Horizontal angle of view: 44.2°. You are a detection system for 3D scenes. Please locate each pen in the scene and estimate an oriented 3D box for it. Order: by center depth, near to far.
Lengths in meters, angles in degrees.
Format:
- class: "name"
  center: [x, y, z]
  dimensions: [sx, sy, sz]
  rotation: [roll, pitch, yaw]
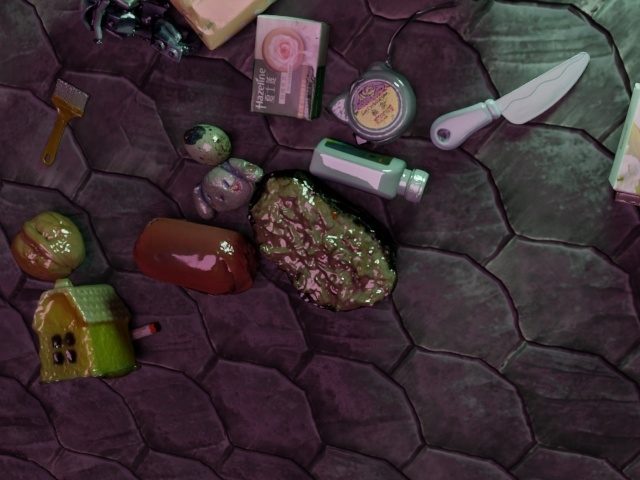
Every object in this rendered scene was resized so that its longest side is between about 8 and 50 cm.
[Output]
- class: "pen"
  center: [-0.489, 0.240, 1.890]
  dimensions: [0.239, 0.028, 0.028]
  rotation: [-19, 99, 18]

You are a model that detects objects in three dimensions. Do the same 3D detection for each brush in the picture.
- class: "brush"
  center: [-0.594, -0.260, 1.793]
  dimensions: [0.083, 0.011, 0.205]
  rotation: [29, 111, 5]

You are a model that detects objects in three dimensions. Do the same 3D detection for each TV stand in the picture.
- class: "TV stand"
  center: [0.685, -0.059, 1.497]
  dimensions: [0.249, 0.036, 0.042]
  rotation: [12, 109, 11]

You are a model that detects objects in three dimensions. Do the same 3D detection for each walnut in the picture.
- class: "walnut"
  center: [-0.621, 0.016, 1.808]
  dimensions: [0.167, 0.149, 0.166]
  rotation: [-1, 75, 4]

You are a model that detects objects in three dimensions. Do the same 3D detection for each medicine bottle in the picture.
- class: "medicine bottle"
  center: [0.100, -0.138, 1.583]
  dimensions: [0.229, 0.121, 0.083]
  rotation: [19, 108, 9]

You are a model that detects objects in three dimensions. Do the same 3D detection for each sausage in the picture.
- class: "sausage"
  center: [-0.270, 0.035, 1.714]
  dimensions: [0.280, 0.152, 0.152]
  rotation: [13, 108, 10]

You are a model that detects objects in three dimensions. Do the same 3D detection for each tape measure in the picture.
- class: "tape measure"
  center: [0.171, -0.323, 1.544]
  dimensions: [0.330, 0.084, 0.164]
  rotation: [-40, 92, 13]

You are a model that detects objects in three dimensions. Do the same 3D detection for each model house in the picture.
- class: "model house"
  center: [-0.529, 0.200, 1.788]
  dimensions: [0.175, 0.193, 0.234]
  rotation: [-5, 88, 19]

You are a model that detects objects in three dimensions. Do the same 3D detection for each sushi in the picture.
- class: "sushi"
  center: [0.000, 0.000, 1.622]
  dimensions: [0.350, 0.171, 0.211]
  rotation: [45, 109, -1]

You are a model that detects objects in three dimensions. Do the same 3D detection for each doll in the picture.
- class: "doll"
  center: [-0.201, -0.113, 1.685]
  dimensions: [0.214, 0.071, 0.103]
  rotation: [-29, 105, 40]

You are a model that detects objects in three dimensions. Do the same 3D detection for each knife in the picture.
- class: "knife"
  center: [0.371, -0.260, 1.528]
  dimensions: [0.332, 0.044, 0.080]
  rotation: [-23, 96, 16]

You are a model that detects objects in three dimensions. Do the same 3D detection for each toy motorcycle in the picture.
- class: "toy motorcycle"
  center: [-0.382, -0.448, 1.611]
  dimensions: [0.271, 0.159, 0.106]
  rotation: [34, 132, 6]

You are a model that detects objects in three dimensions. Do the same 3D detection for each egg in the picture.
- class: "egg"
  center: [-0.242, -0.205, 1.675]
  dimensions: [0.110, 0.085, 0.085]
  rotation: [31, 110, 10]

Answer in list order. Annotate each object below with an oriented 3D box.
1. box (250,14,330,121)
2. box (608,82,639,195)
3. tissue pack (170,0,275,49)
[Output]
- class: "box"
  center: [-0.062, -0.349, 1.594]
  dimensions: [0.135, 0.081, 0.198]
  rotation: [9, 105, 12]
- class: "box"
  center: [0.683, -0.165, 1.432]
  dimensions: [0.261, 0.111, 0.194]
  rotation: [12, 108, 9]
- class: "tissue pack"
  center: [-0.189, -0.516, 1.574]
  dimensions: [0.222, 0.090, 0.186]
  rotation: [-35, 96, 21]
